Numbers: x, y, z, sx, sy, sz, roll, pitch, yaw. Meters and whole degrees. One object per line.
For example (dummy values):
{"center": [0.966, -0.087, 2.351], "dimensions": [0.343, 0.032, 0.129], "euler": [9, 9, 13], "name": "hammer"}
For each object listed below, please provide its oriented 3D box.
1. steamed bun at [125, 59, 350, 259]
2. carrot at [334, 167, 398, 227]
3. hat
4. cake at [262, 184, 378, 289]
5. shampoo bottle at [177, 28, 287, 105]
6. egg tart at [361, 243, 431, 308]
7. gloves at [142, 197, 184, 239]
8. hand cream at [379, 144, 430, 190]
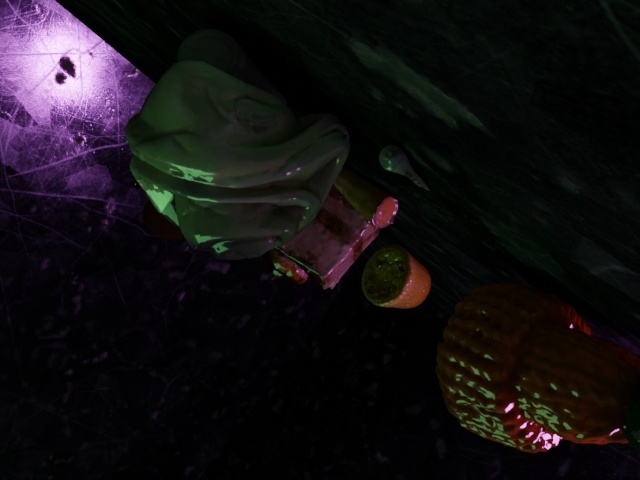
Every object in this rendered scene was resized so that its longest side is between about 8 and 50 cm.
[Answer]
{"center": [-0.129, -0.087, 1.114], "dimensions": [0.346, 0.237, 0.394], "euler": [6, 165, 26], "name": "steamed bun"}
{"center": [0.074, -0.105, 1.444], "dimensions": [0.205, 0.072, 0.072], "euler": [44, -176, 40], "name": "carrot"}
{"center": [0.378, 0.240, 1.093], "dimensions": [0.285, 0.285, 0.400], "euler": [38, 175, -34], "name": "hat"}
{"center": [0.000, 0.000, 1.727], "dimensions": [0.199, 0.293, 0.196], "euler": [37, 172, 7], "name": "cake"}
{"center": [-0.128, -0.245, 1.173], "dimensions": [0.118, 0.087, 0.234], "euler": [25, 173, 27], "name": "shampoo bottle"}
{"center": [0.245, 0.121, 2.231], "dimensions": [0.147, 0.202, 0.202], "euler": [21, -170, -40], "name": "egg tart"}
{"center": [-0.339, -0.131, 1.664], "dimensions": [0.294, 0.116, 0.133], "euler": [-99, -3, -57], "name": "gloves"}
{"center": [0.119, -0.102, 1.025], "dimensions": [0.057, 0.037, 0.165], "euler": [37, -175, 22], "name": "hand cream"}
